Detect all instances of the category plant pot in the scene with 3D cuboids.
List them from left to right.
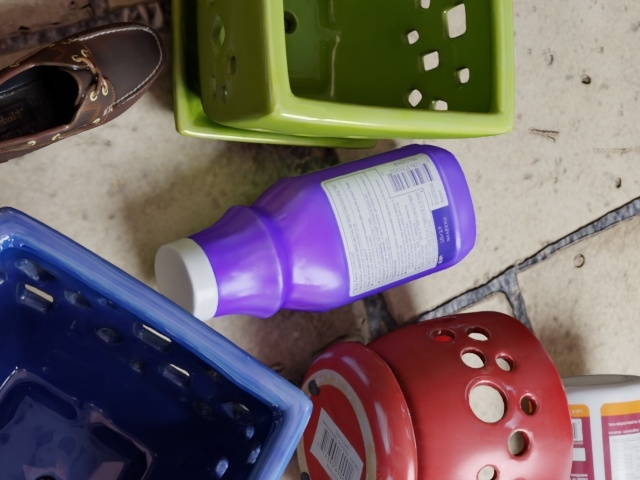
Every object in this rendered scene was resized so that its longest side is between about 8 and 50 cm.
[{"bbox_3d":[-0.177,0.153,0.750,0.236,0.212,0.236,33,68,-7],"label":"plant pot"},{"bbox_3d":[0.002,-0.184,0.914,0.228,0.207,0.227,1,85,-32],"label":"plant pot"},{"bbox_3d":[0.085,0.158,0.952,0.174,0.191,0.191,-2,87,-29],"label":"plant pot"}]

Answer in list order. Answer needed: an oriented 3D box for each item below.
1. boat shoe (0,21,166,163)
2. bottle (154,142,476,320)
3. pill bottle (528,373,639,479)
[{"bbox_3d":[-0.195,-0.110,0.863,0.207,0.073,0.073,-36,104,-31],"label":"boat shoe"},{"bbox_3d":[0.000,0.000,0.965,0.283,0.092,0.118,-18,95,-32],"label":"bottle"},{"bbox_3d":[0.266,0.243,1.099,0.121,0.121,0.221,-3,88,-33],"label":"pill bottle"}]
